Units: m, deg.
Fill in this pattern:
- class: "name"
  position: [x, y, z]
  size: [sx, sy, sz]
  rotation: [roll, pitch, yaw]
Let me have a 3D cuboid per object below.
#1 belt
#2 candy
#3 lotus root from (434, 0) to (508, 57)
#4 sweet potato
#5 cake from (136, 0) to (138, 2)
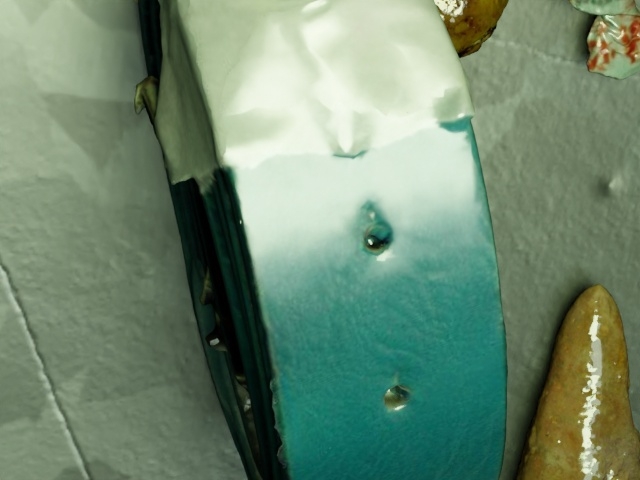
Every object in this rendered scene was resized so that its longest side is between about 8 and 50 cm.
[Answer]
- class: "belt"
  position: [0.001, 0.001, 1.034]
  size: [0.173, 0.300, 0.436]
  rotation: [-19, 129, -8]
- class: "candy"
  position: [0.183, -0.246, 1.134]
  size: [0.086, 0.059, 0.292]
  rotation: [-14, 113, -7]
- class: "lotus root"
  position: [0.049, -0.200, 1.098]
  size: [0.190, 0.094, 0.108]
  rotation: [46, 58, -21]
- class: "sweet potato"
  position: [0.186, 0.202, 1.288]
  size: [0.114, 0.092, 0.341]
  rotation: [21, 103, -5]
- class: "cake"
  position: [-0.088, -0.182, 1.088]
  size: [0.084, 0.044, 0.084]
  rotation: [-5, 110, -15]
